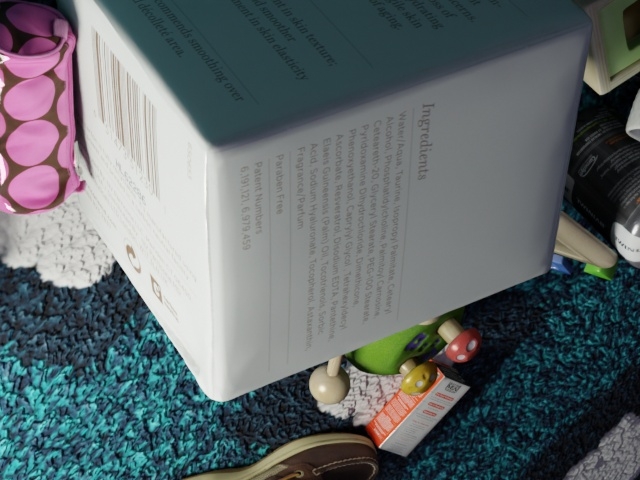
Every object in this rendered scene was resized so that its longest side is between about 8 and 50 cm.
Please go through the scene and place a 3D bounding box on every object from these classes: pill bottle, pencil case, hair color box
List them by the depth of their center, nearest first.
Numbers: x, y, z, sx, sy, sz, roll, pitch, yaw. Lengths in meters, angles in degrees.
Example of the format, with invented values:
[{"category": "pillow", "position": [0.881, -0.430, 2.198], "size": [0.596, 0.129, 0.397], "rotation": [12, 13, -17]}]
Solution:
[{"category": "pencil case", "position": [-0.274, -0.126, 1.506], "size": [0.098, 0.095, 0.209], "rotation": [7, 134, 1]}, {"category": "pill bottle", "position": [0.396, -0.052, 1.984], "size": [0.130, 0.245, 0.130], "rotation": [-21, 138, -20]}, {"category": "hair color box", "position": [0.136, 0.235, 2.222], "size": [0.141, 0.043, 0.072], "rotation": [-48, 141, 13]}]

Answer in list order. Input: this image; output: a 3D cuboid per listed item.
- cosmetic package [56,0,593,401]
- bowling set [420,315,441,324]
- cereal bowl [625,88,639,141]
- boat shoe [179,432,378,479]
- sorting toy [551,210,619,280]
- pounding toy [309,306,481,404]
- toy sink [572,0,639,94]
[{"category": "cosmetic package", "position": [-0.004, -0.116, 1.536], "size": [0.394, 0.329, 0.327], "rotation": [-20, 137, -21]}, {"category": "bowling set", "position": [0.000, 0.000, 1.778], "size": [0.287, 0.154, 0.199], "rotation": [-10, 123, -19]}, {"category": "cereal bowl", "position": [0.532, -0.150, 1.830], "size": [0.339, 0.339, 0.141], "rotation": [15, 90, -45]}, {"category": "boat shoe", "position": [-0.055, 0.358, 2.127], "size": [0.342, 0.123, 0.123], "rotation": [-10, 134, -31]}, {"category": "sorting toy", "position": [0.252, -0.030, 1.962], "size": [0.348, 0.196, 0.047], "rotation": [30, 78, -50]}, {"category": "pounding toy", "position": [0.115, 0.140, 2.024], "size": [0.237, 0.110, 0.183], "rotation": [-19, 148, -37]}, {"category": "toy sink", "position": [0.372, -0.303, 1.809], "size": [0.234, 0.131, 0.152], "rotation": [-33, 142, -8]}]
